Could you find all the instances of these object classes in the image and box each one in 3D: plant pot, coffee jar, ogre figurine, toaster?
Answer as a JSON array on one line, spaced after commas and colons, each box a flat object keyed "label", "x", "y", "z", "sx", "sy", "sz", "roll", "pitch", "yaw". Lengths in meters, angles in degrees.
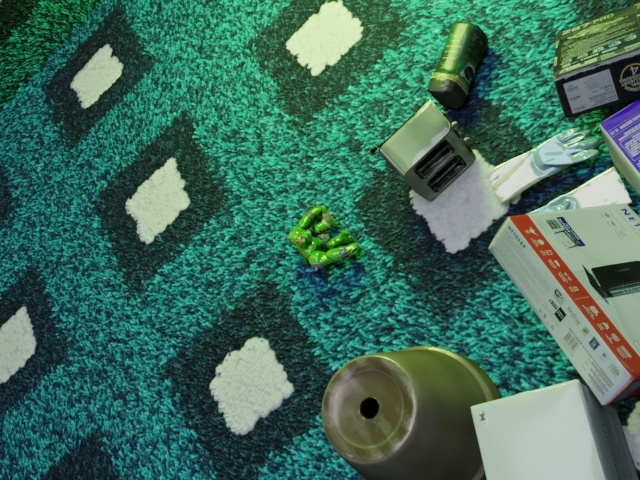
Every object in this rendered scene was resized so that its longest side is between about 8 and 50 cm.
[{"label": "plant pot", "x": 0.152, "y": 0.331, "z": 1.362, "sx": 0.323, "sy": 0.280, "sz": 0.323, "roll": -14, "pitch": 62, "yaw": 28}, {"label": "coffee jar", "x": 0.315, "y": -0.400, "z": 1.680, "sx": 0.079, "sy": 0.096, "sz": 0.184, "roll": 15, "pitch": 79, "yaw": 39}, {"label": "ogre figurine", "x": 0.000, "y": 0.000, "z": 1.723, "sx": 0.118, "sy": 0.097, "sz": 0.197, "roll": -37, "pitch": 68, "yaw": -7}, {"label": "toaster", "x": 0.230, "y": -0.192, "z": 1.601, "sx": 0.186, "sy": 0.168, "sz": 0.110, "roll": -43, "pitch": 54, "yaw": 10}]

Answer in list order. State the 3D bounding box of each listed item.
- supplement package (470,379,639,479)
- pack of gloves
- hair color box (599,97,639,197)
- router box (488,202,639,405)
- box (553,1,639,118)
[{"label": "supplement package", "x": 0.390, "y": 0.354, "z": 1.185, "sx": 0.178, "sy": 0.293, "sz": 0.175, "roll": -21, "pitch": 60, "yaw": 25}, {"label": "pack of gloves", "x": 0.484, "y": -0.107, "z": 1.492, "sx": 0.232, "sy": 0.046, "sz": 0.195, "roll": -28, "pitch": 69, "yaw": 24}, {"label": "hair color box", "x": 0.636, "y": -0.075, "z": 1.275, "sx": 0.110, "sy": 0.185, "sz": 0.338, "roll": -33, "pitch": 56, "yaw": 16}, {"label": "router box", "x": 0.498, "y": 0.088, "z": 1.234, "sx": 0.335, "sy": 0.301, "sz": 0.082, "roll": 60, "pitch": 144, "yaw": 34}, {"label": "box", "x": 0.640, "y": -0.378, "z": 1.354, "sx": 0.395, "sy": 0.097, "sz": 0.318, "roll": -16, "pitch": 26, "yaw": 26}]
